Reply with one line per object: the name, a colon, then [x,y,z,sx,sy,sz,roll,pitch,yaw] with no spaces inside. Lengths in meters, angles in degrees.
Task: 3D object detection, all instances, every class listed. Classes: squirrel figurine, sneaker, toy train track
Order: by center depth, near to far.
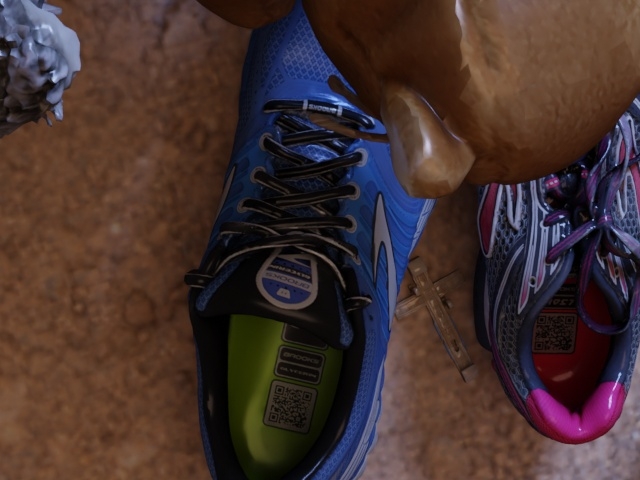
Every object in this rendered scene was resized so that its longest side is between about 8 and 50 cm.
squirrel figurine: [0.011,-0.204,0.800,0.281,0.397,0.370,-29,75,-16]
sneaker: [0.000,0.000,1.003,0.129,0.147,0.330,6,94,4]
sneaker: [0.144,-0.031,1.027,0.121,0.112,0.299,-7,112,-1]
toy train track: [0.075,0.048,1.108,0.048,0.014,0.083,-29,102,-9]

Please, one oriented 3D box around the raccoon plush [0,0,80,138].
raccoon plush: [-0.258,-0.032,0.811,0.216,0.299,0.446,16,108,-30]
